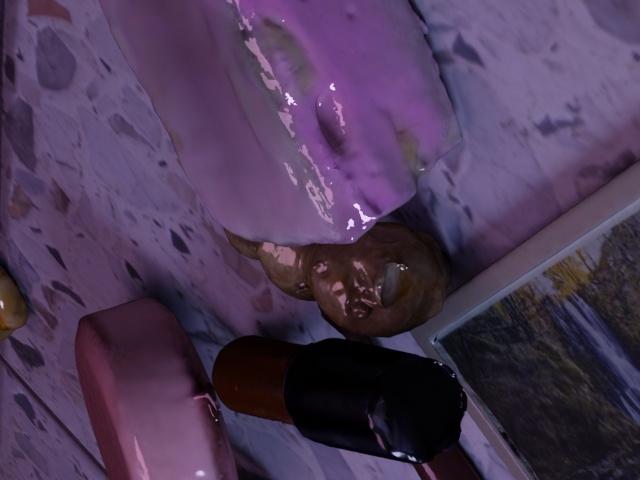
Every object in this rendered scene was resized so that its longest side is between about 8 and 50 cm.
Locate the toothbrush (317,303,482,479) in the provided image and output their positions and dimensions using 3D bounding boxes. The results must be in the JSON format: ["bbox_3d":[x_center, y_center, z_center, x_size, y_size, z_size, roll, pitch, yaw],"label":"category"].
[{"bbox_3d":[0.102,0.188,1.023,0.364,0.041,0.041,56,152,-6],"label":"toothbrush"}]

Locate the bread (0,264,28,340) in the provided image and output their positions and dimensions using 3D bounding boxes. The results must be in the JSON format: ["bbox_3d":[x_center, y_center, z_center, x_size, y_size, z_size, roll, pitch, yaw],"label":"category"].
[{"bbox_3d":[-0.427,0.058,1.609,0.177,0.084,0.119,22,141,37],"label":"bread"}]

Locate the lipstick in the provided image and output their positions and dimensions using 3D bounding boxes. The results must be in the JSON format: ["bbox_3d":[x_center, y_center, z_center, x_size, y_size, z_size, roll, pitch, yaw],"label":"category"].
[{"bbox_3d":[-0.006,0.107,0.984,0.077,0.077,0.418,55,164,-8],"label":"lipstick"}]

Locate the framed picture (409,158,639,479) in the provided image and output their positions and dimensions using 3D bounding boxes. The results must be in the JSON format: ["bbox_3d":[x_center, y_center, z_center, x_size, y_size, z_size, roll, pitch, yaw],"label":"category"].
[{"bbox_3d":[0.186,0.097,0.793,0.240,0.020,0.324,55,153,4],"label":"framed picture"}]

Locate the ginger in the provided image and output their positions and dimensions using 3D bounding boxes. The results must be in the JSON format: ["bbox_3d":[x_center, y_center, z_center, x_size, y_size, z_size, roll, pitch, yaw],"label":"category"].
[{"bbox_3d":[0.000,0.000,0.893,0.204,0.104,0.080,30,114,41],"label":"ginger"}]

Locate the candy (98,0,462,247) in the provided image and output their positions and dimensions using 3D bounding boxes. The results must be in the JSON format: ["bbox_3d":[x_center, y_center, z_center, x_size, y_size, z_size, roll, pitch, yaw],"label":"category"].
[{"bbox_3d":[-0.039,-0.136,0.766,0.155,0.116,0.265,8,129,56],"label":"candy"}]

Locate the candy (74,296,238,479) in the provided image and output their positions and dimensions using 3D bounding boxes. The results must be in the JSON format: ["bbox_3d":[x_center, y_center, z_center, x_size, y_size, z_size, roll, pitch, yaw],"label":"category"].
[{"bbox_3d":[-0.154,0.173,1.257,0.255,0.094,0.255,163,90,-73],"label":"candy"}]
